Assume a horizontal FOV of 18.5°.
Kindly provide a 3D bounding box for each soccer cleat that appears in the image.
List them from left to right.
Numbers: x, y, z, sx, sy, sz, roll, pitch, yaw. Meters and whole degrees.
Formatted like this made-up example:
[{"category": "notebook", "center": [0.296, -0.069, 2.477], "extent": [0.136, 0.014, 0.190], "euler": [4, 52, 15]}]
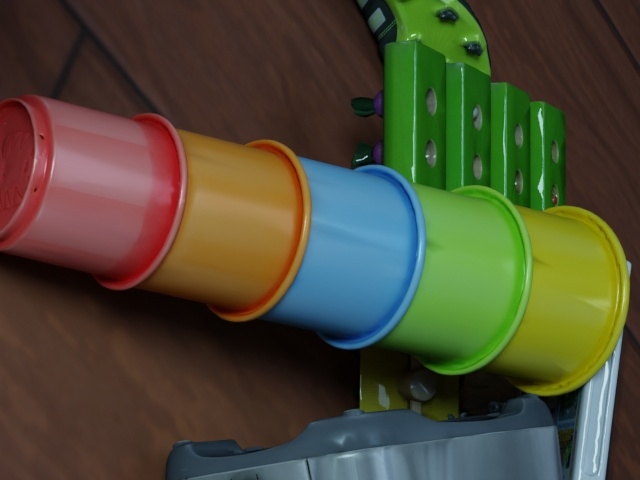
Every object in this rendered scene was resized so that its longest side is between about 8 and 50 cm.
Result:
[{"category": "soccer cleat", "center": [0.046, -0.143, 1.111], "extent": [0.179, 0.060, 0.072], "euler": [57, 12, -35]}]

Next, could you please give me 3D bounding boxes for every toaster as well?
[{"category": "toaster", "center": [0.035, 0.149, 0.874], "extent": [0.227, 0.129, 0.146], "euler": [2, 77, -57]}]

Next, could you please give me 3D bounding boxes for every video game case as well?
[{"category": "video game case", "center": [0.124, 0.089, 1.009], "extent": [0.157, 0.019, 0.143], "euler": [127, -29, -80]}]

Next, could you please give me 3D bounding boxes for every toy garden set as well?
[{"category": "toy garden set", "center": [0.075, 0.013, 1.078], "extent": [0.244, 0.049, 0.204], "euler": [13, 77, -65]}]

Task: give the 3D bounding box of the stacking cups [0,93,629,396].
[{"category": "stacking cups", "center": [0.000, 0.000, 0.853], "extent": [0.316, 0.096, 0.096], "euler": [15, 62, -40]}]
